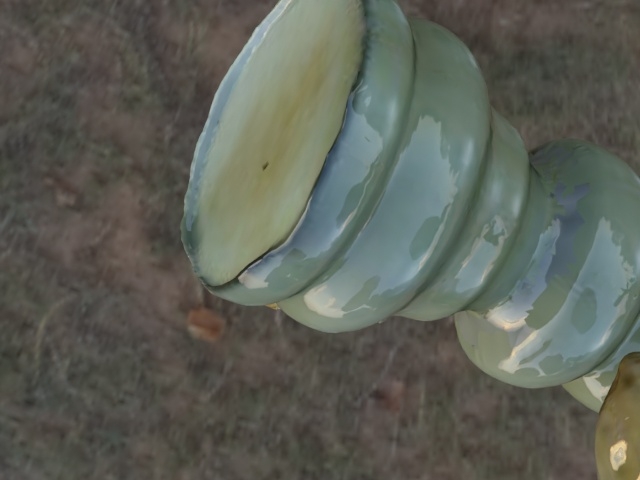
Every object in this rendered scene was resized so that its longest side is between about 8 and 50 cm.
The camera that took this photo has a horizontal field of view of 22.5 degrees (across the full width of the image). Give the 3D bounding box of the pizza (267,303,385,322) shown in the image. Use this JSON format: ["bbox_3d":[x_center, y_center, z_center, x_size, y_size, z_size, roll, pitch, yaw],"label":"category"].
[{"bbox_3d":[0.000,0.000,1.336,0.036,0.185,0.176,22,147,-36],"label":"pizza"}]

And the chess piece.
[{"bbox_3d":[0.105,0.002,0.880,0.330,0.182,0.182,25,126,-25],"label":"chess piece"}]

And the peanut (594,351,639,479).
[{"bbox_3d":[0.210,0.164,0.690,0.111,0.125,0.274,-41,81,26],"label":"peanut"}]
